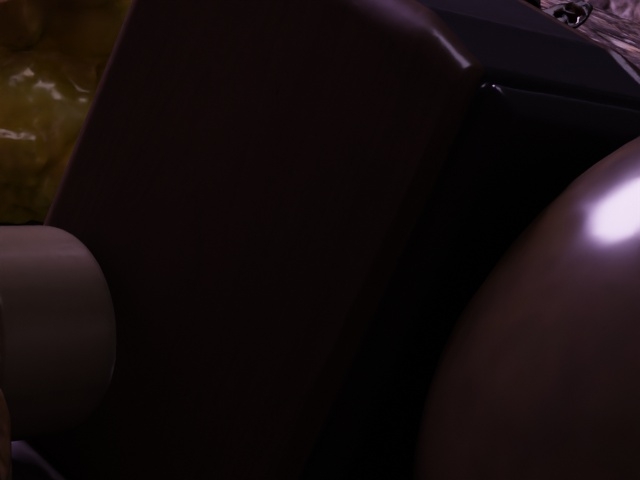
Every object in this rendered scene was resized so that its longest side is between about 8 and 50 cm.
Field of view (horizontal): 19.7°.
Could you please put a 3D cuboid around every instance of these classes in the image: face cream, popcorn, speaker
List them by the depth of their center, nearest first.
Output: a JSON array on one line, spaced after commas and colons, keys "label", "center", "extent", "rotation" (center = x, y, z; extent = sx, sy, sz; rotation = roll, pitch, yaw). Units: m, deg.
[{"label": "face cream", "center": [-0.223, 0.039, 0.598], "extent": [0.341, 0.084, 0.137], "rotation": [-2, 43, -44]}, {"label": "speaker", "center": [0.000, 0.000, 0.740], "extent": [0.153, 0.231, 0.192], "rotation": [4, 26, -49]}, {"label": "popcorn", "center": [-0.162, -0.089, 0.938], "extent": [0.197, 0.156, 0.197], "rotation": [12, 11, -2]}]

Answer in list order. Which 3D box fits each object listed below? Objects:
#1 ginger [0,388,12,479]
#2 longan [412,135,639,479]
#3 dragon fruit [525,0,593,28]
[{"label": "ginger", "center": [-0.126, 0.066, 0.536], "extent": [0.080, 0.104, 0.204], "rotation": [35, 23, -40]}, {"label": "longan", "center": [0.173, 0.103, 0.604], "extent": [0.297, 0.297, 0.297], "rotation": [22, 16, -7]}, {"label": "dragon fruit", "center": [0.063, -0.069, 1.104], "extent": [0.192, 0.193, 0.274], "rotation": [7, 1, 13]}]
